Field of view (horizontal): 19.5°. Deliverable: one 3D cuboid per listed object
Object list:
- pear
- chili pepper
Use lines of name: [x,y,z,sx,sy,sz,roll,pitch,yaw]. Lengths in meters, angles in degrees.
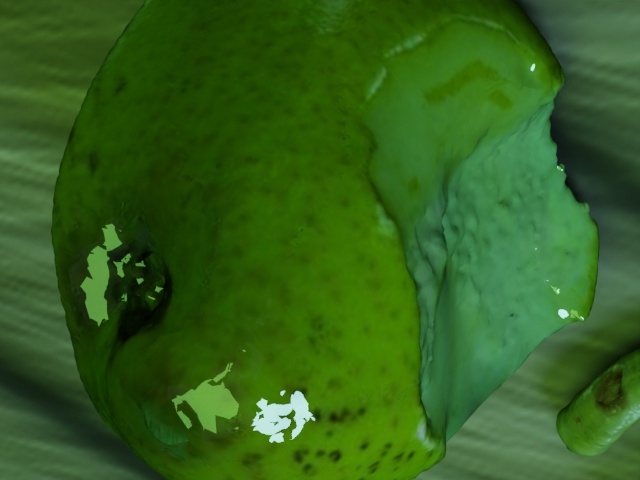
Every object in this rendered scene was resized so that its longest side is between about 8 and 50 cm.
pear: [0.000,0.000,0.923,0.176,0.282,0.286,-1,118,37]
chili pepper: [0.203,0.071,1.007,0.208,0.043,0.049,-27,90,35]
